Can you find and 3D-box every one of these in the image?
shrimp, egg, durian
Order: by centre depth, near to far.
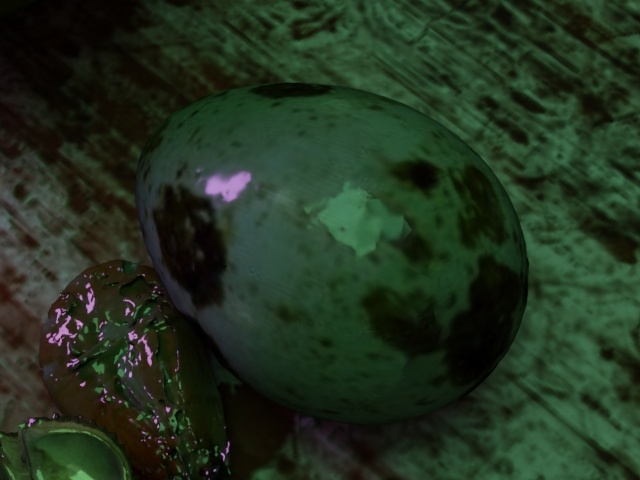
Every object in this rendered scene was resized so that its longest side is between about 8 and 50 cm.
[{"bbox_3d":[-0.112,0.150,0.811,0.140,0.071,0.110,45,109,18],"label":"durian"},{"bbox_3d":[0.000,0.000,0.846,0.231,0.169,0.169,32,65,27],"label":"egg"},{"bbox_3d":[-0.093,0.086,0.873,0.091,0.043,0.184,-29,57,-7],"label":"shrimp"}]

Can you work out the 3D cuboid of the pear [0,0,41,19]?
[{"bbox_3d":[-0.234,-0.300,0.933,0.352,0.352,0.413,-2,58,0],"label":"pear"}]
